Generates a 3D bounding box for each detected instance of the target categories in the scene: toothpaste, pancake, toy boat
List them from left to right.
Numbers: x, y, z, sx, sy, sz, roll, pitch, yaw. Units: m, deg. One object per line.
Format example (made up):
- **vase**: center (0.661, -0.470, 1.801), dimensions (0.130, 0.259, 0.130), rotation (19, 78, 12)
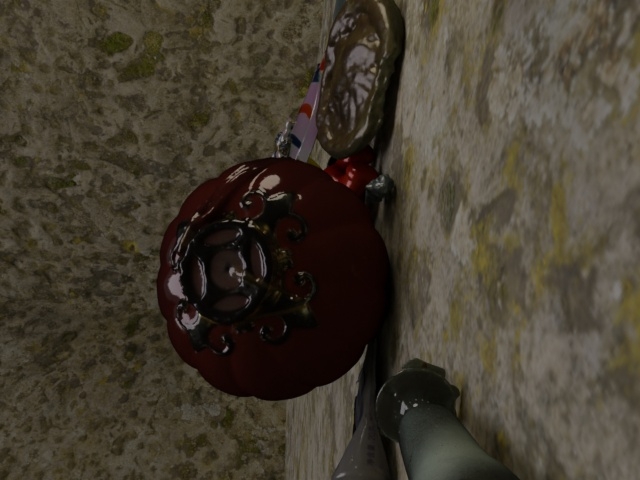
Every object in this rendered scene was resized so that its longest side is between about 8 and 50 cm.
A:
- **toy boat**: center (-0.031, -0.172, 1.011), dimensions (0.318, 0.071, 0.219), rotation (-58, 27, 15)
- **pancake**: center (0.044, -0.235, 0.831), dimensions (0.236, 0.042, 0.223), rotation (-67, 33, 35)
- **toothpaste**: center (0.051, 0.232, 0.688), dimensions (0.099, 0.068, 0.282), rotation (-47, 15, 30)

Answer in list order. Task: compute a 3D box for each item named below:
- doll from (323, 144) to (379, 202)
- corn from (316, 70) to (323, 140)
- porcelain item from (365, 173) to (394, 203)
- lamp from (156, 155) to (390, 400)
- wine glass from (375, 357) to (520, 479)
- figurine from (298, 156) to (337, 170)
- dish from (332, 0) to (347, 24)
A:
- **doll**: center (0.000, 0.000, 0.949), dimensions (0.200, 0.105, 0.337), rotation (-95, 28, -54)
- **corn**: center (0.016, -0.301, 1.259), dimensions (0.292, 0.101, 0.101), rotation (110, 163, -80)
- **porcelain item**: center (0.076, -0.067, 0.756), dimensions (0.028, 0.036, 0.083), rotation (62, 178, 3)
- **lamp**: center (-0.062, 0.047, 0.733), dimensions (0.257, 0.302, 0.303), rotation (20, -107, -69)
- **wine glass**: center (0.078, 0.137, 0.366), dimensions (0.155, 0.072, 0.072), rotation (-112, 26, -78)
- **figurine**: center (-0.057, -0.030, 1.169), dimensions (0.327, 0.169, 0.218), rotation (-46, 23, 2)
- **dish**: center (0.061, -0.388, 1.012), dimensions (0.234, 0.064, 0.154), rotation (108, 166, -73)
